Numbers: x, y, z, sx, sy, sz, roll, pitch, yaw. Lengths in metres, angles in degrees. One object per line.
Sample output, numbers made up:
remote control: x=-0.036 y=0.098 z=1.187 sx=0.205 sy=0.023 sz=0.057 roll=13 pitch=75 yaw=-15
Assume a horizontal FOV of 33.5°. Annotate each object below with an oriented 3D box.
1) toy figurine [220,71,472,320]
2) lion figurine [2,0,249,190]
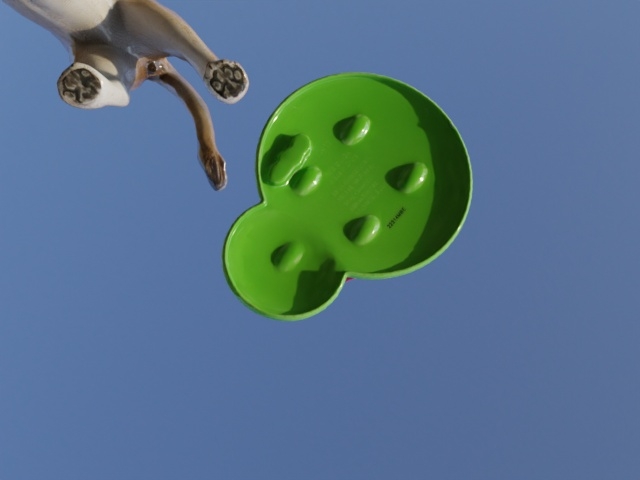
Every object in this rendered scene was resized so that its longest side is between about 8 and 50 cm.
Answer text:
toy figurine: x=0.000 y=0.000 z=0.683 sx=0.130 sy=0.159 sz=0.173 roll=39 pitch=-111 yaw=5
lion figurine: x=-0.211 y=-0.211 z=0.819 sx=0.142 sy=0.392 sz=0.240 roll=-37 pitch=-157 yaw=-4
